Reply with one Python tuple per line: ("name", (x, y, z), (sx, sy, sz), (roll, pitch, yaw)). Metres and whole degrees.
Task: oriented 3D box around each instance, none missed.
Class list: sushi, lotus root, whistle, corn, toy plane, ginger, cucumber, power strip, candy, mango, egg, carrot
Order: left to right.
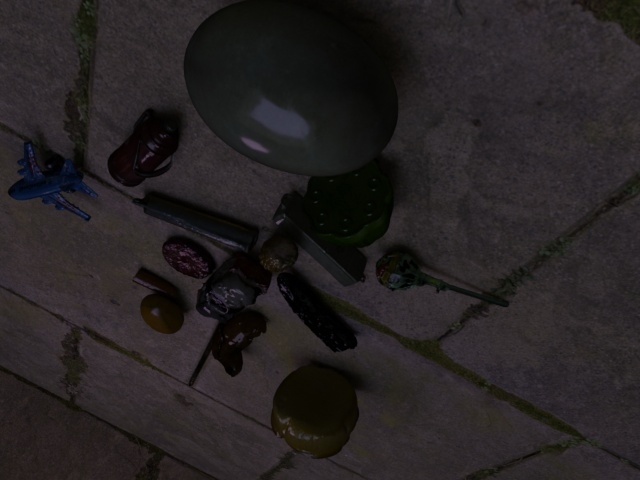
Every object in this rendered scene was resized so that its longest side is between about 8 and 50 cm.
("toy plane", (-0.704, -0.148, 1.607), (0.271, 0.105, 0.254), (1, 135, 31))
("carrot", (-0.489, 0.131, 1.865), (0.139, 0.048, 0.048), (26, 143, -4))
("mango", (-0.483, 0.219, 1.904), (0.137, 0.098, 0.195), (29, 155, 3))
("whistle", (-0.309, -0.049, 1.529), (0.326, 0.057, 0.068), (20, -175, 10))
("sushi", (-0.236, 0.129, 1.640), (0.124, 0.130, 0.332), (34, 141, -15))
("ginger", (-0.264, 0.306, 1.891), (0.132, 0.107, 0.309), (17, 144, -15))
("corn", (-0.093, 0.029, 1.402), (0.086, 0.087, 0.288), (30, 174, -6))
("egg", (-0.047, -0.238, 0.989), (0.351, 0.259, 0.258), (23, 143, -4))
("cucumber", (-0.020, 0.188, 1.632), (0.081, 0.072, 0.303), (-16, 125, 44))
("power strip", (0.000, 0.000, 1.392), (0.272, 0.078, 0.052), (42, 139, -20))
("lotus root", (0.075, -0.052, 1.240), (0.186, 0.186, 0.186), (16, 142, 13))
("candy", (0.267, 0.101, 1.373), (0.305, 0.083, 0.091), (18, 141, -3))

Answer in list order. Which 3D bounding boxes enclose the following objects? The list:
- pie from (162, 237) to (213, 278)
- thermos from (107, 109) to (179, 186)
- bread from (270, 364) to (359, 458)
("pie", (-0.362, 0.050, 1.697), (0.154, 0.036, 0.155), (16, 142, 13))
("thermos", (-0.378, -0.207, 1.362), (0.232, 0.098, 0.124), (-28, 79, 46))
("bread", (-0.014, 0.502, 1.846), (0.269, 0.270, 0.148), (16, 136, 13))
